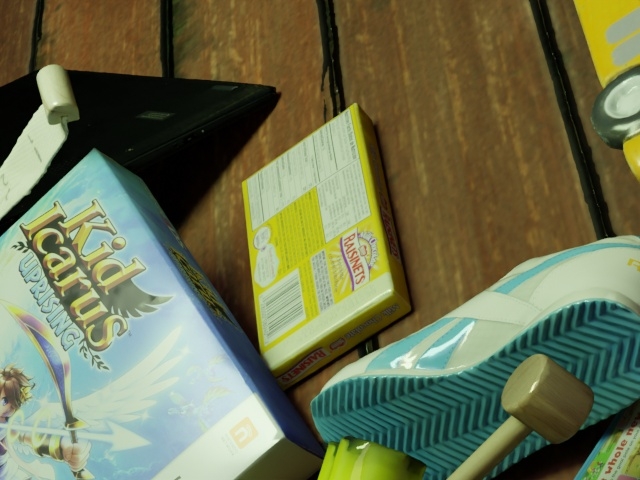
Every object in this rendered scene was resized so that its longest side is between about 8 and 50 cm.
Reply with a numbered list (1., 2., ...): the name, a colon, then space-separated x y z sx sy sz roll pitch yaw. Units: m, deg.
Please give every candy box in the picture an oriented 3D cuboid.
1. candy box: 0.000 0.000 1.215 0.105 0.027 0.206 -32 35 18

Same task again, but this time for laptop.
1. laptop: -0.265 0.047 1.480 0.408 0.236 0.382 -30 23 -30

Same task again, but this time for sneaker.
1. sneaker: 0.095 0.069 0.993 0.229 0.087 0.092 -24 18 35

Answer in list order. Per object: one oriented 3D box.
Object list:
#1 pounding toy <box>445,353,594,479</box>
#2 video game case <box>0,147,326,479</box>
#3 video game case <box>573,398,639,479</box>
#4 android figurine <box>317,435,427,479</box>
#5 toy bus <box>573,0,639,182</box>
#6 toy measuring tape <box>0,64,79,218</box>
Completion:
1. pounding toy: 0.099 0.162 0.850 0.206 0.094 0.181 -64 12 -18
2. video game case: -0.160 0.114 1.159 0.244 0.061 0.269 -42 55 7
3. video game case: 0.190 0.123 0.874 0.119 0.015 0.166 -55 33 -12
4. android figurine: -0.019 0.226 0.861 0.248 0.056 0.273 119 171 -83
5. toy bus: 0.215 -0.133 1.039 0.130 0.108 0.332 -32 35 20
6. toy measuring tape: -0.285 -0.003 1.240 0.330 0.121 0.121 -49 26 35
